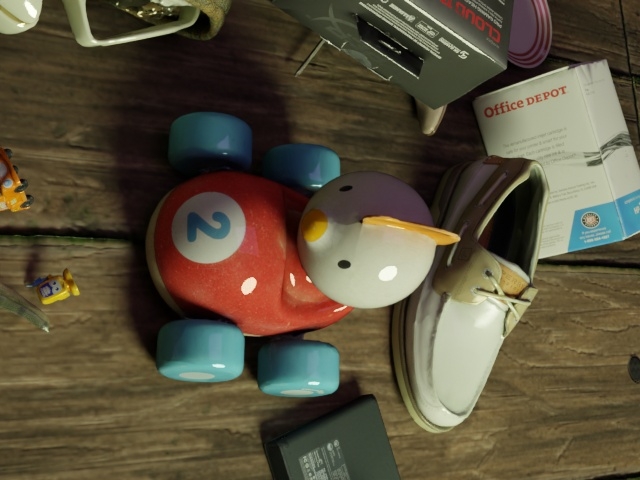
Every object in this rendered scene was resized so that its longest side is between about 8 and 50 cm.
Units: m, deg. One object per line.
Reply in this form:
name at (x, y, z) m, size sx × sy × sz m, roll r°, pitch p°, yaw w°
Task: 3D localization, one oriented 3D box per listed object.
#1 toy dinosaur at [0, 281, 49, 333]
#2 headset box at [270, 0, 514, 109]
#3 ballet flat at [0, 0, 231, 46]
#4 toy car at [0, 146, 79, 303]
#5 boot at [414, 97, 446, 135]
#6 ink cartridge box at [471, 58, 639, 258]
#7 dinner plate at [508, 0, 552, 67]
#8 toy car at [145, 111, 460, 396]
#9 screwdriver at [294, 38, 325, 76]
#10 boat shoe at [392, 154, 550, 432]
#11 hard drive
toy dinosaur at (-0.301, -0.010, 0.892) m, size 0.268 × 0.064 × 0.118 m, roll 13°, pitch 77°, yaw -44°
headset box at (0.083, -0.288, 1.272) m, size 0.218 × 0.110 × 0.293 m, roll 30°, pitch 55°, yaw -28°
ballet flat at (-0.205, -0.211, 1.005) m, size 0.348 × 0.123 × 0.123 m, roll -2°, pitch 80°, yaw -45°
toy car at (-0.225, -0.007, 0.968) m, size 0.040 × 0.060 × 0.122 m, roll -26°, pitch 92°, yaw -13°
boot at (0.093, -0.177, 1.339) m, size 0.087 × 0.042 × 0.119 m, roll 25°, pitch 61°, yaw -31°
ink cartridge box at (0.264, -0.086, 1.407) m, size 0.082 × 0.139 × 0.191 m, roll -18°, pitch 92°, yaw -47°
dinner plate at (0.221, -0.267, 1.501) m, size 0.141 × 0.017 × 0.141 m, roll 13°, pitch 71°, yaw -43°
toy car at (0.000, 0.000, 1.055) m, size 0.210 × 0.238 × 0.219 m, roll 16°, pitch 68°, yaw -41°
screwdriver at (0.014, -0.211, 1.280) m, size 0.170 × 0.024 × 0.025 m, roll -60°, pitch 149°, yaw -33°
boat shoe at (0.155, 0.043, 1.291) m, size 0.113 × 0.103 × 0.302 m, roll 32°, pitch 58°, yaw -34°
hard drive at (0.015, 0.205, 1.169) m, size 0.135 × 0.022 × 0.094 m, roll -19°, pitch 93°, yaw -45°
